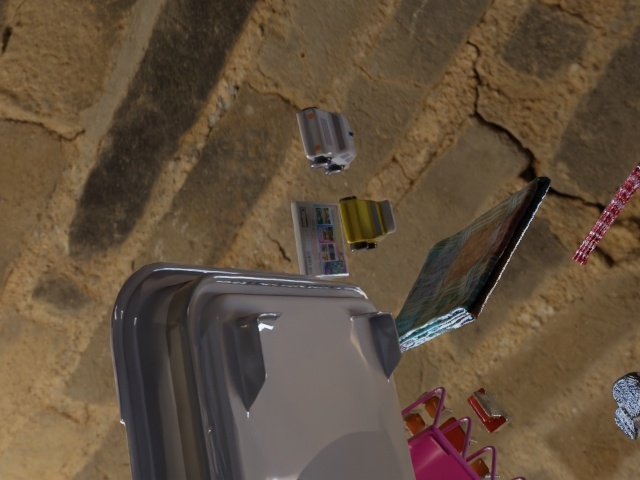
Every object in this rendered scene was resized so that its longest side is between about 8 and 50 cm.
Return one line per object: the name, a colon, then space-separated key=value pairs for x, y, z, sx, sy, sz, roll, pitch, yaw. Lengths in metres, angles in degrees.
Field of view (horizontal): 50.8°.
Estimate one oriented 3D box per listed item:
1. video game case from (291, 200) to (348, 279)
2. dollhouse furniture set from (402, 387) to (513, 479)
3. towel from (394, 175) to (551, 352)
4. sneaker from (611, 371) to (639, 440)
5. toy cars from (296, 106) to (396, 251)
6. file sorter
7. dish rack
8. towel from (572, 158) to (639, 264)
video game case: x=0.000 y=0.000 z=1.360 sx=0.019 sy=0.157 sz=0.143 roll=-12 pitch=-6 yaw=36
dollhouse furniture set: x=0.340 y=0.485 z=1.687 sx=0.259 sy=0.262 sz=0.135 roll=-47 pitch=-37 yaw=18
towel: x=0.220 y=0.056 z=1.117 sx=0.040 sy=0.271 sz=0.370 roll=35 pitch=-23 yaw=-2
sneaker: x=0.673 y=0.336 z=1.422 sx=0.081 sy=0.080 sz=0.211 roll=-29 pitch=-44 yaw=-9
toy cars: x=0.063 y=-0.107 z=1.229 sx=0.087 sy=0.176 sz=0.393 roll=-15 pitch=-46 yaw=14
file sorter: x=0.214 y=0.421 z=1.104 sx=0.202 sy=0.182 sz=0.290 roll=-41 pitch=-90 yaw=25
dish rack: x=0.005 y=0.173 z=0.451 sx=0.072 sy=0.332 sz=0.286 roll=-17 pitch=-13 yaw=26
towel: x=0.568 y=-0.090 z=1.251 sx=0.031 sy=0.199 sz=0.274 roll=34 pitch=-34 yaw=17
